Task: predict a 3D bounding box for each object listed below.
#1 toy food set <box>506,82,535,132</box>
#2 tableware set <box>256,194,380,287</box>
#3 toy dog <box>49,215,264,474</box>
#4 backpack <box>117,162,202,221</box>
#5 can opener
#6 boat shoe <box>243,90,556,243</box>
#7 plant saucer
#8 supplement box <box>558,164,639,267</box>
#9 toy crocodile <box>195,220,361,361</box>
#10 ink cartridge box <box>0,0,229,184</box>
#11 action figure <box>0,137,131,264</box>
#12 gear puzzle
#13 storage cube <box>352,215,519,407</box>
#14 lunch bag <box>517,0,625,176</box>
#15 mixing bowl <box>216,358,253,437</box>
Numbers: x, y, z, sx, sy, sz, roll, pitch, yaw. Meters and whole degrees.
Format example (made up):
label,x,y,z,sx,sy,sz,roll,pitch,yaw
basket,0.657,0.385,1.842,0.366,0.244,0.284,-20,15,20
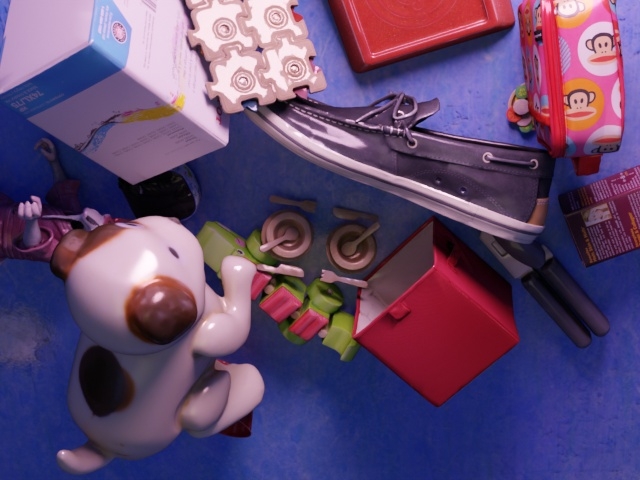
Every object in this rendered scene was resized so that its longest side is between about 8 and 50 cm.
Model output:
label,x,y,z,sx,sy,sz,roll,pitch,yaw
toy food set,0.330,-0.206,1.523,0.082,0.020,0.083,3,117,5
tableware set,0.000,0.000,1.610,0.194,0.039,0.128,10,83,-5
toy dog,-0.281,0.129,1.502,0.284,0.395,0.408,39,146,26
backpack,-0.253,-0.082,1.614,0.114,0.084,0.105,-13,115,18
can opener,0.367,0.072,1.614,0.076,0.095,0.283,-38,102,22
boat shoe,0.121,-0.152,1.484,0.500,0.187,0.156,21,105,2
plant saucer,0.130,-0.378,1.421,0.259,0.048,0.258,-14,123,13
supplement box,0.483,-0.047,1.551,0.188,0.081,0.104,-21,113,16
toy crocodile,-0.071,0.088,1.667,0.340,0.105,0.115,38,114,-12
ink cartridge box,-0.282,-0.245,1.397,0.197,0.198,0.270,-19,145,30
action figure,-0.488,-0.005,1.590,0.370,0.248,0.276,9,118,5
gear puzzle,-0.124,-0.346,1.415,0.175,0.044,0.339,-18,85,-18
storage cube,0.189,0.114,1.608,0.193,0.184,0.215,41,114,-14
lunch bag,0.346,-0.217,1.351,0.120,0.293,0.258,-7,100,9
mixing bowl,-0.192,0.271,1.758,0.181,0.098,0.181,17,156,8
